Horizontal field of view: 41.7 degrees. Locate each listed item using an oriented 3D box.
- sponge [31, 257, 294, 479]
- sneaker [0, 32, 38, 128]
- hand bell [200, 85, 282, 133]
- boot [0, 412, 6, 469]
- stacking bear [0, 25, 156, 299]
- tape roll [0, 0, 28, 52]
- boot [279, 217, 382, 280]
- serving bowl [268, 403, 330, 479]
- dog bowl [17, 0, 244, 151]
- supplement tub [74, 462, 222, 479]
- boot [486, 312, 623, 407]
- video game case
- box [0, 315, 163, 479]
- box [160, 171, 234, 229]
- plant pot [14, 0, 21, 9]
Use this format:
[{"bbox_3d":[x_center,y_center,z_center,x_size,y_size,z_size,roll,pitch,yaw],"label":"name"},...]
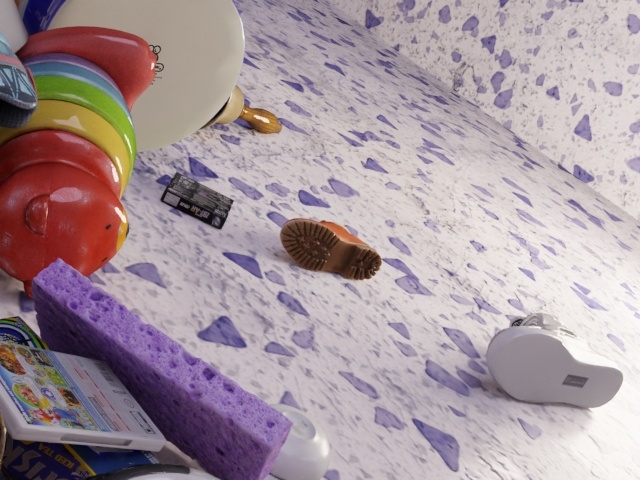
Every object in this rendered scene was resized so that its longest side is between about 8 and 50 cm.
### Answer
[{"bbox_3d":[-0.122,0.105,0.623,0.210,0.117,0.031,34,57,10],"label":"sponge"},{"bbox_3d":[-0.335,-0.078,0.656,0.262,0.104,0.125,-43,95,-26],"label":"sneaker"},{"bbox_3d":[-0.131,-0.209,1.363,0.126,0.126,0.242,41,11,26],"label":"hand bell"},{"bbox_3d":[-0.279,0.064,0.514,0.305,0.115,0.112,41,26,28],"label":"boot"},{"bbox_3d":[-0.248,-0.071,0.804,0.164,0.175,0.289,10,35,-20],"label":"stacking bear"},{"bbox_3d":[-0.403,-0.197,0.816,0.219,0.072,0.219,-11,29,6],"label":"tape roll"},{"bbox_3d":[0.000,0.000,1.092,0.158,0.059,0.084,23,18,-39],"label":"boot"},{"bbox_3d":[-0.025,0.168,0.719,0.083,0.027,0.083,26,21,-11],"label":"serving bowl"},{"bbox_3d":[-0.232,-0.245,1.047,0.265,0.265,0.104,10,32,-41],"label":"dog bowl"},{"bbox_3d":[-0.104,0.167,0.382,0.117,0.190,0.117,11,67,-28],"label":"supplement tub"},{"bbox_3d":[0.277,0.144,1.095,0.258,0.095,0.123,23,15,-38],"label":"boot"},{"bbox_3d":[-0.161,0.097,0.529,0.087,0.011,0.122,41,7,34],"label":"video game case"},{"bbox_3d":[-0.184,0.126,0.565,0.169,0.059,0.054,38,21,21],"label":"box"},{"bbox_3d":[-0.153,-0.050,1.052,0.083,0.018,0.067,26,22,-9],"label":"box"},{"bbox_3d":[-0.486,-0.394,1.051,0.204,0.290,0.291,-9,33,-12],"label":"plant pot"}]
